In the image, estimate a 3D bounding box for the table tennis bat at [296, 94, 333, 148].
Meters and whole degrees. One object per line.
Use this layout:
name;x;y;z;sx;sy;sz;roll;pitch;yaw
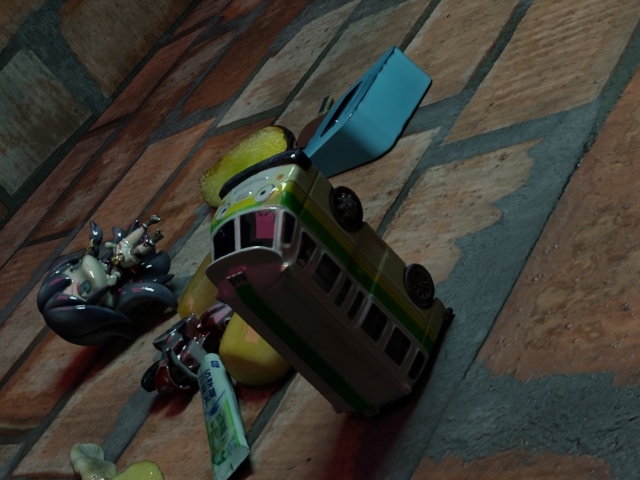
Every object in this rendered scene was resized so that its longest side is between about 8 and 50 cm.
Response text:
table tennis bat;-0.001;-0.232;2.351;0.095;0.014;0.158;-28;28;35

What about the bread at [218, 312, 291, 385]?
bread;-0.063;0.105;1.725;0.217;0.098;0.147;-52;21;-27

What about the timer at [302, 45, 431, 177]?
timer;0.063;-0.207;2.156;0.250;0.091;0.232;-33;21;52

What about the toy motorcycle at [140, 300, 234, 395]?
toy motorcycle;-0.192;0.160;1.850;0.213;0.082;0.122;-44;21;-2

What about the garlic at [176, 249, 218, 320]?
garlic;-0.119;0.028;1.974;0.318;0.112;0.143;-48;23;13

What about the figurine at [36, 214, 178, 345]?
figurine;-0.374;0.079;2.162;0.265;0.197;0.175;-18;25;5

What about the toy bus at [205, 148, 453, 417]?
toy bus;0.000;0.059;1.430;0.143;0.305;0.179;-21;32;40

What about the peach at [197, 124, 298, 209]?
peach;-0.133;-0.122;2.297;0.279;0.068;0.189;-8;47;52

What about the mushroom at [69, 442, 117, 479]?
mushroom;-0.342;0.345;1.804;0.202;0.059;0.054;-157;76;-67

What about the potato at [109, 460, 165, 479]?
potato;-0.241;0.353;1.604;0.096;0.066;0.103;18;50;38

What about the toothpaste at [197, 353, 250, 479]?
toothpaste;-0.138;0.239;1.669;0.075;0.048;0.297;-51;22;12
